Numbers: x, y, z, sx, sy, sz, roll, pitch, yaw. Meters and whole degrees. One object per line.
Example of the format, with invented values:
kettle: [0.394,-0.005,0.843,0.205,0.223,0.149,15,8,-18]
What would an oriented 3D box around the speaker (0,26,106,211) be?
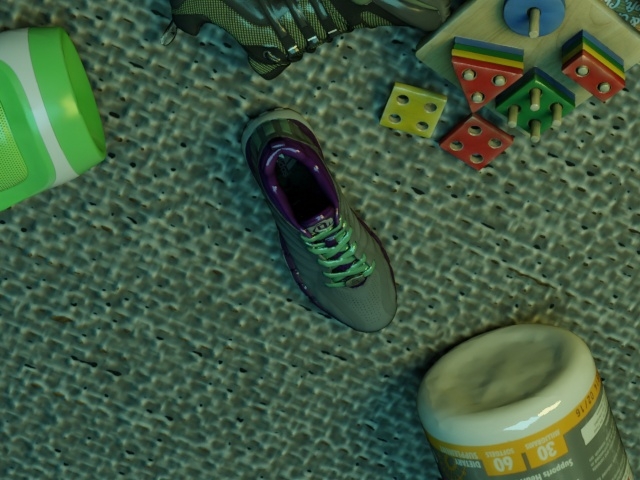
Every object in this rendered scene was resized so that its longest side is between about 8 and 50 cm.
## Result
speaker: [-0.324,-0.070,0.970,0.296,0.131,0.131,-17,112,-1]

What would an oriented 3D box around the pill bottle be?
pill bottle: [0.202,0.227,1.134,0.162,0.162,0.278,-22,112,2]

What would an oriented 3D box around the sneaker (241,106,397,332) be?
sneaker: [0.000,0.000,1.052,0.083,0.098,0.224,-30,112,5]

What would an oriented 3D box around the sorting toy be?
sorting toy: [0.158,-0.134,0.982,0.132,0.046,0.274,32,135,-23]

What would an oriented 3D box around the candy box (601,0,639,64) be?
candy box: [0.182,-0.275,0.974,0.316,0.087,0.183,23,108,-15]

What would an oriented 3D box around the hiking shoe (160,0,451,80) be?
hiking shoe: [-0.013,-0.183,0.993,0.227,0.086,0.114,12,122,3]
